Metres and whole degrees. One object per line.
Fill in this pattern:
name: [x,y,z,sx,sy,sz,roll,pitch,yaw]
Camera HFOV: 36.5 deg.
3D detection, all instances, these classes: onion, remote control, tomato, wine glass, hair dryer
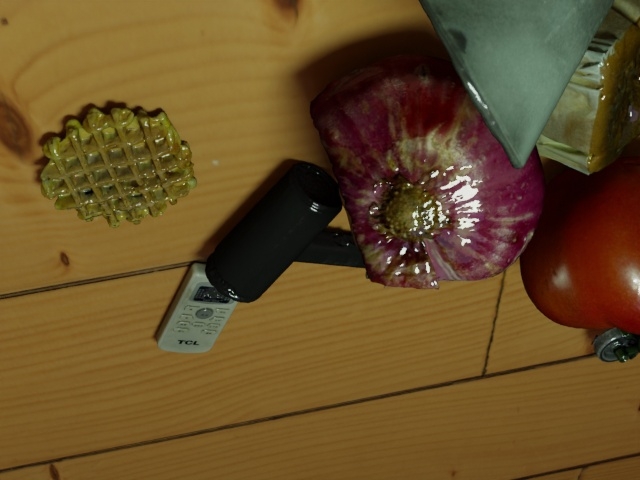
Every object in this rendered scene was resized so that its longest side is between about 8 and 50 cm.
onion: [0.124,-0.082,1.074,0.231,0.272,0.256,-13,130,10]
remote control: [-0.170,0.101,1.384,0.088,0.029,0.190,8,138,-26]
tomato: [0.398,0.004,1.273,0.299,0.226,0.298,-4,-175,0]
wine glass: [0.279,-0.265,0.828,0.406,0.267,0.267,-28,141,12]
hair dryer: [0.000,0.000,1.289,0.251,0.089,0.197,9,135,-41]

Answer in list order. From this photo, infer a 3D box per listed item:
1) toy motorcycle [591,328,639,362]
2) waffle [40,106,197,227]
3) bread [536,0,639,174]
toy motorcycle: [0.565,0.144,1.547,0.127,0.205,0.275,3,134,-23]
waffle: [-0.234,-0.082,1.125,0.191,0.038,0.191,-9,143,-7]
bread: [0.318,-0.186,1.061,0.192,0.110,0.209,-42,149,-24]
